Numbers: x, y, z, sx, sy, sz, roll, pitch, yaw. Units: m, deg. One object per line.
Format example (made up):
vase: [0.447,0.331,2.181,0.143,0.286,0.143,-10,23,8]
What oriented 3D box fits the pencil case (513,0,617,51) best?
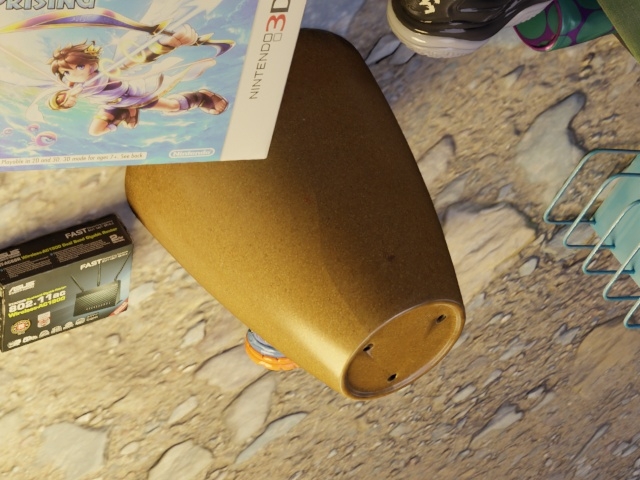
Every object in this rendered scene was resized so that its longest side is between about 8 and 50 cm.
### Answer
pencil case: [0.246,-0.216,1.503,0.151,0.070,0.064,-16,170,-30]

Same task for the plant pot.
plant pot: [0.000,0.000,1.374,0.237,0.254,0.237,-25,148,-17]

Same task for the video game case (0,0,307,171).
video game case: [-0.146,-0.153,1.148,0.269,0.061,0.244,-4,138,-20]

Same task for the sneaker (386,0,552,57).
sneaker: [0.170,-0.255,1.305,0.268,0.101,0.153,-35,159,-17]

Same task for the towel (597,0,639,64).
towel: [0.401,-0.238,1.420,0.325,0.248,0.038,-28,163,0]

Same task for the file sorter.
file sorter: [0.335,-0.004,1.782,0.104,0.170,0.118,1,134,-40]

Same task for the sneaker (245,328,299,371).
sneaker: [0.027,0.049,1.639,0.221,0.083,0.087,-28,141,-19]

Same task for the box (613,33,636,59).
box: [0.389,-0.190,1.541,0.108,0.207,0.153,-5,137,-41]

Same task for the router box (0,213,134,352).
router box: [-0.220,0.036,1.414,0.122,0.038,0.092,-20,145,-25]
